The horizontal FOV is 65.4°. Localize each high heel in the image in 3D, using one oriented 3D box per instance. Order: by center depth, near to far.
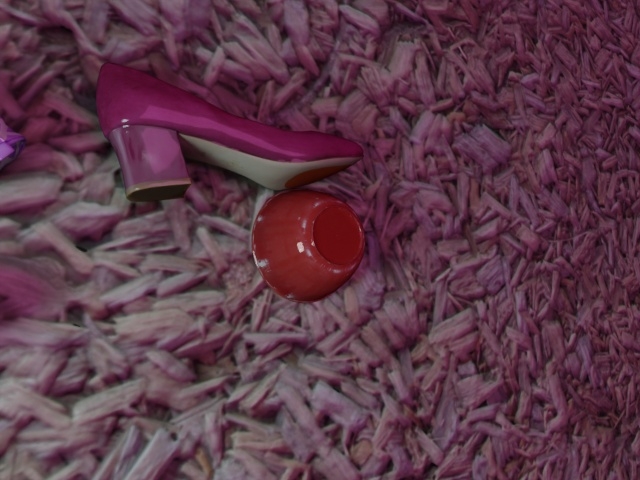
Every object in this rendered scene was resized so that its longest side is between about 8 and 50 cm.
[{"bbox_3d":[-0.104,-0.165,0.698,0.378,0.127,0.181,-10,80,-37],"label":"high heel"}]

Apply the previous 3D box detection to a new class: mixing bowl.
[{"bbox_3d":[0.000,0.000,0.744,0.182,0.098,0.181,7,77,-32],"label":"mixing bowl"}]

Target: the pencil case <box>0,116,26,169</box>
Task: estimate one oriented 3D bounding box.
[{"bbox_3d":[-0.413,-0.150,0.515,0.206,0.088,0.086,44,51,-19],"label":"pencil case"}]
